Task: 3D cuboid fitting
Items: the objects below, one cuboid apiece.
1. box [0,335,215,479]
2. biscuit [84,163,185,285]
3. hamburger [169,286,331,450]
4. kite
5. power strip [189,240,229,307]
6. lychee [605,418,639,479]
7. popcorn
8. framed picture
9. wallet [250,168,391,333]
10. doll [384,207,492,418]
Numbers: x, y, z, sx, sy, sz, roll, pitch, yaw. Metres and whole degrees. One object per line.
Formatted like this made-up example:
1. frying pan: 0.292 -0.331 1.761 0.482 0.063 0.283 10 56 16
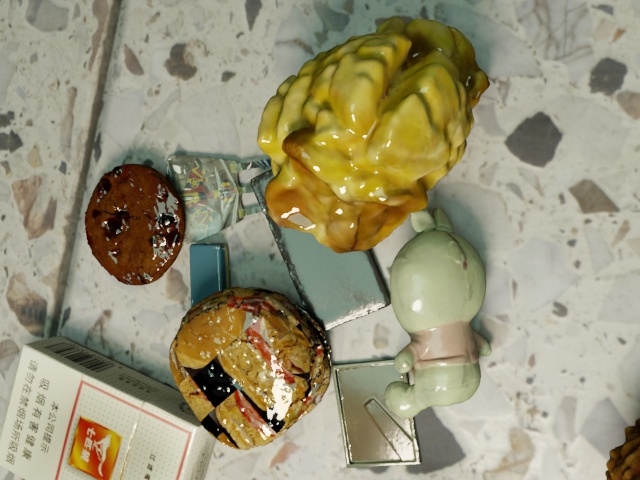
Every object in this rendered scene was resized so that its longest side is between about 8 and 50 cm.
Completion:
1. box: -0.334 0.309 1.008 0.330 0.095 0.210 19 98 16
2. biscuit: -0.291 -0.023 1.002 0.191 0.049 0.192 4 99 23
3. hamburger: -0.099 0.173 0.902 0.230 0.107 0.231 4 102 18
4. kite: -0.130 -0.074 0.966 0.245 0.015 0.141 -8 92 20
5. power strip: -0.167 0.062 0.974 0.056 0.032 0.123 -2 91 20
6. lychee: 0.437 0.297 0.662 0.267 0.267 0.268 0 91 19
7. popcorn: 0.068 -0.139 0.764 0.332 0.265 0.225 -39 88 -11
8. framed picture: 0.077 0.243 0.905 0.109 0.011 0.149 -9 89 20
9. wallet: 0.000 0.000 0.910 0.124 0.025 0.244 -24 88 17
10. doll: 0.154 0.092 0.814 0.113 0.154 0.275 7 94 56
